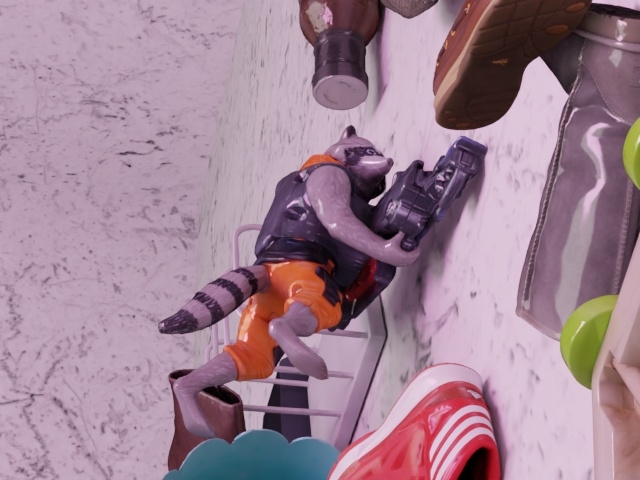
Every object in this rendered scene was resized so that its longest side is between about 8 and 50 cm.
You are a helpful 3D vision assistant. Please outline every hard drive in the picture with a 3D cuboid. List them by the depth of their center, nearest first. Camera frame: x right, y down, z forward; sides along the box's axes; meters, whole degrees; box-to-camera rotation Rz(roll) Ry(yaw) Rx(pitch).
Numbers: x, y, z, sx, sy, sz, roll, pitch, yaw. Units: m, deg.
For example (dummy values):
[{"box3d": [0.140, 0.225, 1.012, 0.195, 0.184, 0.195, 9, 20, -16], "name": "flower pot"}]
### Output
[{"box3d": [-0.042, 0.293, 1.640, 0.255, 0.054, 0.172, -95, 16, -46], "name": "hard drive"}]

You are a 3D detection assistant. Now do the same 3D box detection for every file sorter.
[{"box3d": [-0.045, 0.141, 1.453, 0.193, 0.173, 0.278, -98, 19, -51], "name": "file sorter"}]

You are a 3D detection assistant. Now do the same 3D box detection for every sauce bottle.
[{"box3d": [0.022, -0.323, 1.559, 0.111, 0.111, 0.344, 114, 162, -56], "name": "sauce bottle"}]

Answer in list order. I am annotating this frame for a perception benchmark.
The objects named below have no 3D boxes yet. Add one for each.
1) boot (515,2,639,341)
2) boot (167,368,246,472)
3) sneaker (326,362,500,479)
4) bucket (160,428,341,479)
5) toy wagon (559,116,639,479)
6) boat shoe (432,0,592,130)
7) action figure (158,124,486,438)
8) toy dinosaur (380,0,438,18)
[{"box3d": [0.167, -0.050, 0.792, 0.189, 0.076, 0.208, -111, 23, -72], "name": "boot"}, {"box3d": [-0.092, 0.272, 1.325, 0.248, 0.090, 0.207, 25, 125, 44], "name": "boot"}, {"box3d": [0.070, 0.215, 0.978, 0.128, 0.087, 0.221, -103, 33, -55], "name": "sneaker"}, {"box3d": [-0.050, 0.339, 1.120, 0.183, 0.281, 0.281, 111, 162, -47], "name": "bucket"}, {"box3d": [0.205, 0.024, 0.531, 0.267, 0.068, 0.344, -106, 26, -63], "name": "toy wagon"}, {"box3d": [0.114, -0.141, 0.753, 0.178, 0.064, 0.060, 123, 142, -54], "name": "boat shoe"}, {"box3d": [0.000, 0.000, 1.146, 0.341, 0.178, 0.330, -52, 7, 47], "name": "action figure"}, {"box3d": [0.087, -0.285, 1.174, 0.313, 0.121, 0.160, 156, 117, -79], "name": "toy dinosaur"}]
